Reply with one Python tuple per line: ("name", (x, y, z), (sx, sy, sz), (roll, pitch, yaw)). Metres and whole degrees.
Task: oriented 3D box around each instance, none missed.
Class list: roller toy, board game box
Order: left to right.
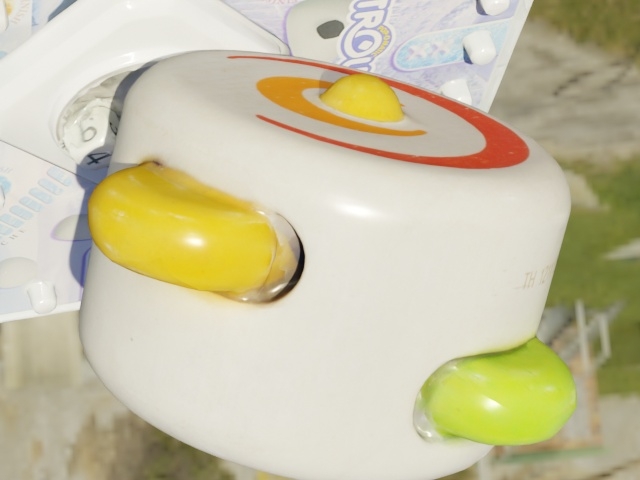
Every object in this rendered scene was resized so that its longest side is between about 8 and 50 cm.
("board game box", (-0.082, -0.058, 0.795), (0.390, 0.050, 0.390), (-9, 149, -17))
("roller toy", (0.000, 0.000, 0.733), (0.209, 0.146, 0.191), (10, -162, -13))
